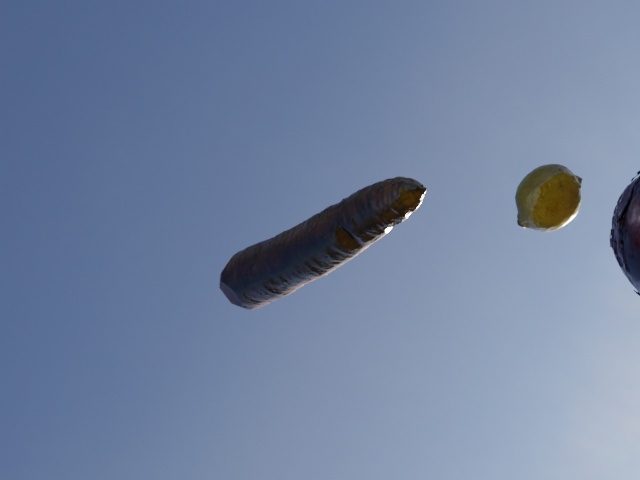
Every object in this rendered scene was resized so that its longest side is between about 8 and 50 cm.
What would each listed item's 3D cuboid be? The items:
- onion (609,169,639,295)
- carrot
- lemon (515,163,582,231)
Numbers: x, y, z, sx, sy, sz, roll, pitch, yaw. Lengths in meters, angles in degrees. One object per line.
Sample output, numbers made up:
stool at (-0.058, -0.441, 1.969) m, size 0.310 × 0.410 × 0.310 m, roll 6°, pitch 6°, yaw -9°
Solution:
onion at (0.390, -0.021, 0.932) m, size 0.252 × 0.252 × 0.219 m, roll 0°, pitch -87°, yaw -42°
carrot at (0.000, 0.000, 1.024) m, size 0.066 × 0.314 × 0.066 m, roll 16°, pitch -119°, yaw -32°
lemon at (0.388, -0.071, 1.782) m, size 0.133 × 0.109 × 0.109 m, roll -41°, pitch -42°, yaw 10°
